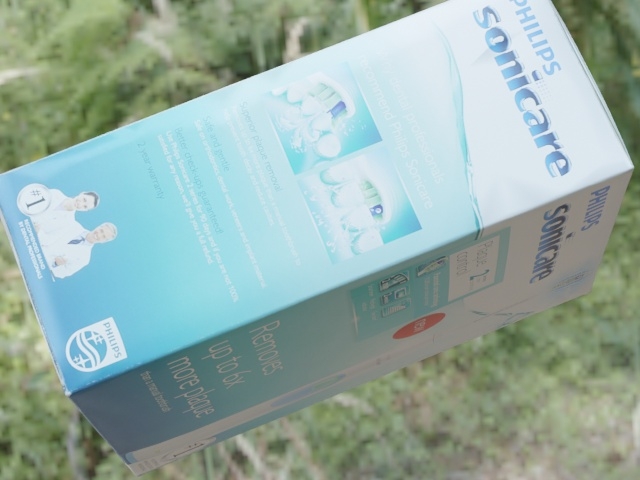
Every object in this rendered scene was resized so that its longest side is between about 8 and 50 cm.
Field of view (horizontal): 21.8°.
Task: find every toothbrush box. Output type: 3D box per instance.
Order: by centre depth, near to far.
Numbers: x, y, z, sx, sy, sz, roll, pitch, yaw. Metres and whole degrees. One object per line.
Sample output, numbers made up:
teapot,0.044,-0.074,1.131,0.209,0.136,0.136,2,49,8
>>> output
toothbrush box,0.000,0.000,0.895,0.295,0.126,0.216,-22,-18,-5
